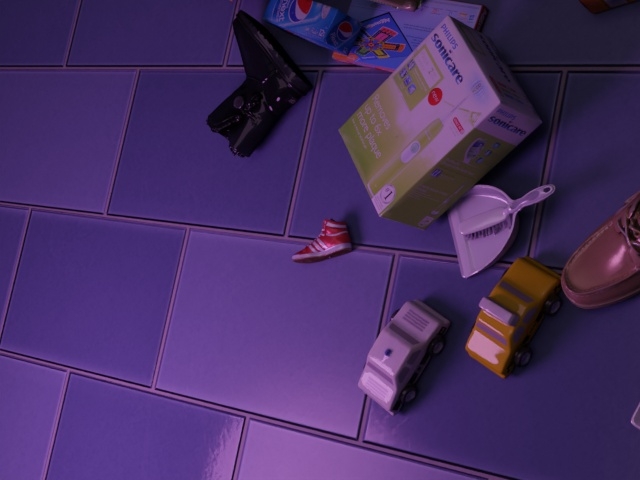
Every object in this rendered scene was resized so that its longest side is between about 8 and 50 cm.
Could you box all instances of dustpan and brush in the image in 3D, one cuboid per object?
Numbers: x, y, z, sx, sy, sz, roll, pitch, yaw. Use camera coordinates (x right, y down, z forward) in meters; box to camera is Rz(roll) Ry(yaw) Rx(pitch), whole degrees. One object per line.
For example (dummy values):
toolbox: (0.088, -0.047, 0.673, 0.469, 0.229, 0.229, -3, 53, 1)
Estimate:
dustpan and brush: (0.291, -0.041, 1.725, 0.211, 0.060, 0.147, -23, 65, 29)

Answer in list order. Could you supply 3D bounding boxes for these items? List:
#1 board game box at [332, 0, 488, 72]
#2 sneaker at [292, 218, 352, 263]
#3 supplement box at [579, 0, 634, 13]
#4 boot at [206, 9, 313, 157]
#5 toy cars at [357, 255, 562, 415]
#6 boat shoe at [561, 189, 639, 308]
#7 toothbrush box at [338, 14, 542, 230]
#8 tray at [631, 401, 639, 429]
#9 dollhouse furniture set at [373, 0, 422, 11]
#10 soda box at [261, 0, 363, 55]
board game box: (0.156, -0.371, 1.931, 0.281, 0.027, 0.145, 19, 88, 37)
sneaker: (0.000, 0.000, 1.934, 0.118, 0.042, 0.067, -15, 73, 24)
supplement box: (0.514, -0.428, 1.659, 0.233, 0.080, 0.078, -12, 73, 31)
boot: (-0.152, -0.305, 2.091, 0.207, 0.094, 0.246, -43, 63, 14)
toy cars: (0.207, 0.151, 1.718, 0.393, 0.087, 0.177, -24, 65, 29)
boat shoe: (0.480, -0.026, 1.554, 0.341, 0.110, 0.122, -40, 58, 20)
toothbrush box: (0.190, -0.189, 1.767, 0.283, 0.122, 0.206, -43, 52, 28)
tray: (0.559, 0.173, 1.496, 0.145, 0.030, 0.270, 30, 96, 38)
dollhouse furniture set: (0.058, -0.527, 1.974, 0.301, 0.151, 0.198, 19, 79, 0)
soda box: (-0.017, -0.411, 2.015, 0.210, 0.071, 0.067, 31, 97, 48)
